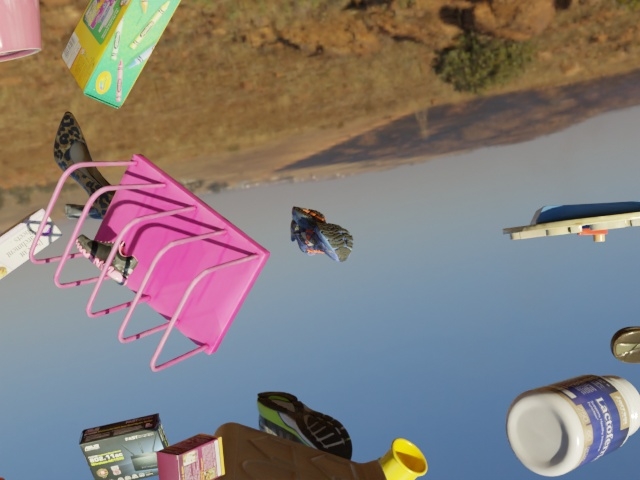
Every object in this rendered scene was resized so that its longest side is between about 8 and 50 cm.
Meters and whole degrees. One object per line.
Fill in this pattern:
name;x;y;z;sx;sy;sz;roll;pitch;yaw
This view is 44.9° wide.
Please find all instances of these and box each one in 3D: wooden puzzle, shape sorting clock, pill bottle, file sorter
wooden puzzle;-0.043;0.458;1.453;0.348;0.080;0.322;15;-177;-5
shape sorting clock;0.304;-0.019;0.846;0.206;0.040;0.206;-2;180;0
pill bottle;0.476;0.330;1.430;0.264;0.153;0.153;-4;178;-42
file sorter;-0.273;0.030;1.193;0.290;0.202;0.182;36;-160;17

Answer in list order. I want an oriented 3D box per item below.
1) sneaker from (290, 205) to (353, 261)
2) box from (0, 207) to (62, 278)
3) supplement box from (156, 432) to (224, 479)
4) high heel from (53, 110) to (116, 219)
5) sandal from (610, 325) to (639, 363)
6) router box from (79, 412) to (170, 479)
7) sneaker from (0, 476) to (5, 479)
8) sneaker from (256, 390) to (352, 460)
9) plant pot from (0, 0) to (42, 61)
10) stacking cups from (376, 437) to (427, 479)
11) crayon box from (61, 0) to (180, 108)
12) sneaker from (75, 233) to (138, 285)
sneaker;0.000;0.000;1.693;0.083;0.087;0.221;5;-160;-30
box;-0.614;0.059;1.378;0.324;0.067;0.063;-42;-161;-33
supplement box;-0.173;0.298;1.036;0.043;0.055;0.083;-1;-176;37
high heel;-0.525;-0.175;1.814;0.186;0.261;0.093;1;-170;26
sandal;0.599;0.186;1.388;0.219;0.090;0.060;7;-160;-21
router box;-0.296;0.323;1.190;0.122;0.092;0.038;-13;-154;0
sneaker;-0.417;0.491;1.087;0.148;0.350;0.131;-33;-167;-33
sneaker;-0.039;0.448;1.749;0.111;0.121;0.300;-8;-159;-37
plant pot;-0.529;-0.379;1.224;0.201;0.180;0.201;-13;-169;3
stacking cups;0.102;0.566;1.710;0.316;0.096;0.096;-51;165;26
crayon box;-0.361;-0.405;1.419;0.081;0.278;0.165;19;-158;-43
sneaker;-0.327;0.019;1.195;0.119;0.057;0.047;34;171;24
